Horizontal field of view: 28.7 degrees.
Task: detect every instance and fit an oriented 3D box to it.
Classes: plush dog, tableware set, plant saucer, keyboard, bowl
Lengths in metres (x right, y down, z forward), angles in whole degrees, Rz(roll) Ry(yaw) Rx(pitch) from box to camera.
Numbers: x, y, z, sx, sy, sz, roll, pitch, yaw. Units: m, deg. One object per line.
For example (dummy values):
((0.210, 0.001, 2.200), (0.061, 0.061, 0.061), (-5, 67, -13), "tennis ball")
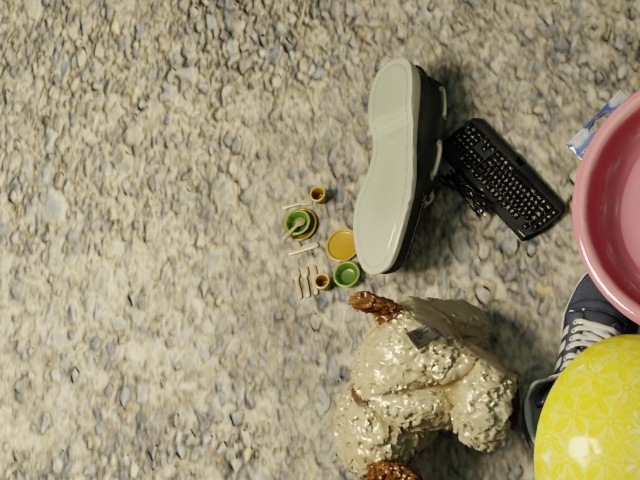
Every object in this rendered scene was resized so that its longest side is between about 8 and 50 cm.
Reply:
((0.090, 0.186, 1.483), (0.225, 0.210, 0.262), (-64, 18, 18), "plush dog")
((0.000, 0.000, 1.703), (0.104, 0.024, 0.154), (-15, 65, 13), "tableware set")
((0.466, -0.039, 1.463), (0.332, 0.084, 0.332), (-7, 75, 26), "plant saucer")
((0.226, -0.079, 1.646), (0.100, 0.038, 0.192), (-41, 61, 1), "keyboard")
((0.386, 0.236, 1.310), (0.156, 0.289, 0.290), (-17, 54, 62), "bowl")

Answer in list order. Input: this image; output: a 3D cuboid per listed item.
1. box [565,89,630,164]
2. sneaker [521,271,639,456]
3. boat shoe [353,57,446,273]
((0.413, -0.097, 1.583), (0.109, 0.042, 0.178), (-45, 63, -1), "box")
((0.308, 0.146, 1.463), (0.099, 0.153, 0.282), (11, 74, 22), "sneaker")
((0.116, -0.092, 1.657), (0.114, 0.091, 0.303), (-8, 67, 50), "boat shoe")
